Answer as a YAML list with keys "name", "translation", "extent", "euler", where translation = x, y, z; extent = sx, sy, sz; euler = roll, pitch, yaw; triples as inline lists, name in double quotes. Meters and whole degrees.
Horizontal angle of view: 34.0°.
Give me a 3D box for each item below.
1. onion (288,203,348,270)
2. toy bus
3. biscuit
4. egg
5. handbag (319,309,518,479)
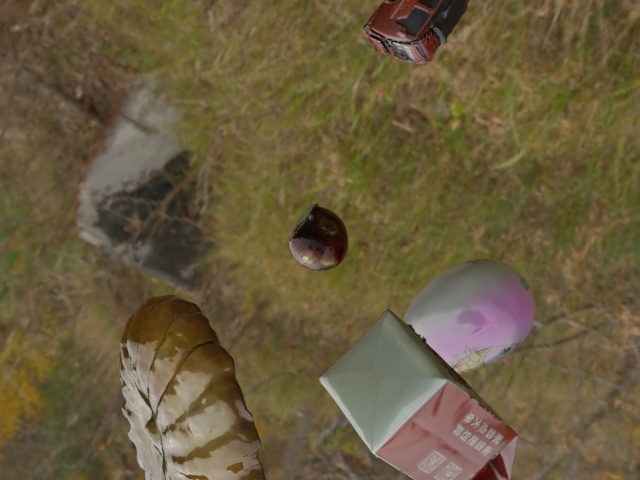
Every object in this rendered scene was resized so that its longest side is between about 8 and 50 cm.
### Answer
- name: "onion"
  translation: [0.000, 0.000, 1.887]
  extent: [0.118, 0.117, 0.119]
  euler: [25, 149, 16]
- name: "toy bus"
  translation: [0.150, -0.327, 1.293]
  extent: [0.096, 0.235, 0.073]
  euler: [31, 177, 32]
- name: "biscuit"
  translation: [-0.167, 0.226, 1.283]
  extent: [0.326, 0.107, 0.326]
  euler: [45, 145, 44]
- name: "egg"
  translation: [0.265, 0.144, 1.921]
  extent: [0.196, 0.196, 0.271]
  euler: [33, 138, -27]
- name: "handbag"
  translation: [0.157, 0.241, 1.463]
  extent: [0.298, 0.151, 0.171]
  euler: [38, -172, -44]
